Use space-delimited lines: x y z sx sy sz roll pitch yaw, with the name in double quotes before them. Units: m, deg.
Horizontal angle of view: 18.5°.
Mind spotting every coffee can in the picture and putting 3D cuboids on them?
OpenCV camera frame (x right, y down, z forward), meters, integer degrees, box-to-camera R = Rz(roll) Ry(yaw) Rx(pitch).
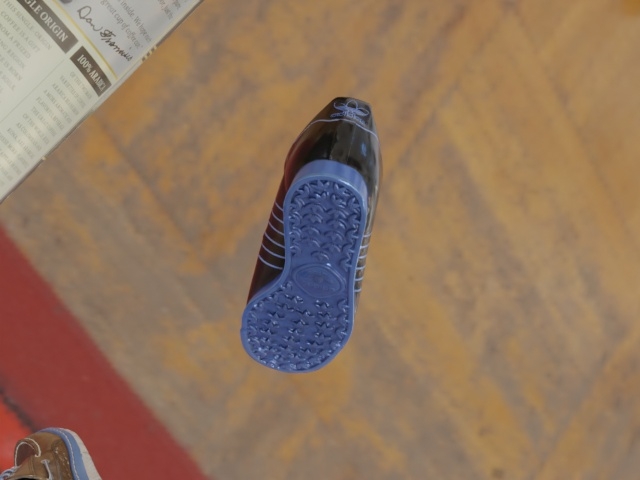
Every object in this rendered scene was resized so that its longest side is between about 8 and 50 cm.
"coffee can" -0.188 -0.171 1.209 0.275 0.201 0.201 -46 133 -7

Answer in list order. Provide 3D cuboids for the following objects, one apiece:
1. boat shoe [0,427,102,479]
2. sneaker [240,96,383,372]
"boat shoe" -0.197 0.182 1.411 0.066 0.183 0.066 -3 105 -25
"sneaker" 0.000 0.000 1.373 0.232 0.081 0.090 110 -2 -50
